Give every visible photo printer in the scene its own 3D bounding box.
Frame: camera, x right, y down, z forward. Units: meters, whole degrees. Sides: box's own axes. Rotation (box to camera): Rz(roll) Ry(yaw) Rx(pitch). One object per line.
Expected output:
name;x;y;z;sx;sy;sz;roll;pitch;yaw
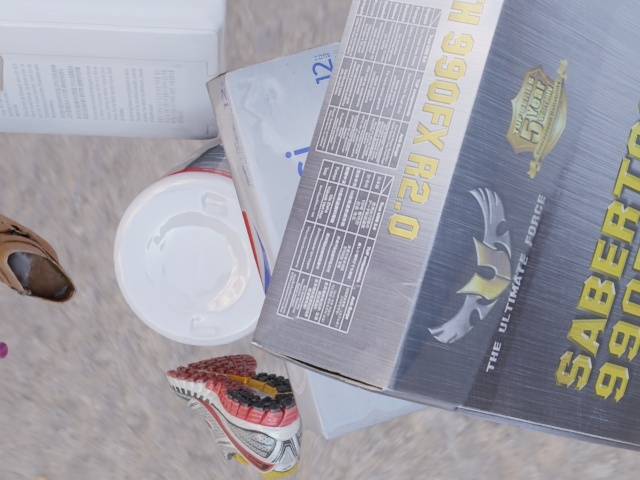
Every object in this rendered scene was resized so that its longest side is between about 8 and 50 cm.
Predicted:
photo printer;-0.237;-0.181;1.626;0.307;0.256;0.107;2;70;-2

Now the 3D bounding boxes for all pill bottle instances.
pill bottle;-0.081;-0.015;1.717;0.161;0.283;0.161;3;105;11

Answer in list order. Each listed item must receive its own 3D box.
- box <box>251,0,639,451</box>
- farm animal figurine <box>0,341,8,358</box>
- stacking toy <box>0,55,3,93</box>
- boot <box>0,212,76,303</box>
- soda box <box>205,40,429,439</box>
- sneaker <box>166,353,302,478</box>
box;0.084;-0.055;0.576;0.056;0.183;0.231;15;88;38
farm animal figurine;-0.449;0.074;1.618;0.172;0.326;0.330;-5;85;32
stacking toy;-0.287;-0.082;0.810;0.308;0.279;0.130;-2;66;2
boot;-0.336;-0.004;1.773;0.197;0.152;0.073;23;97;-33
soda box;0.000;0.000;1.373;0.098;0.091;0.286;-17;94;-12
sneaker;-0.087;0.171;1.757;0.088;0.225;0.093;-11;106;-22
